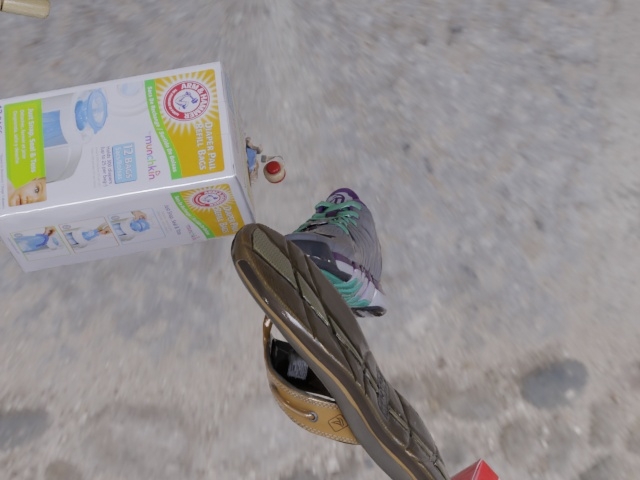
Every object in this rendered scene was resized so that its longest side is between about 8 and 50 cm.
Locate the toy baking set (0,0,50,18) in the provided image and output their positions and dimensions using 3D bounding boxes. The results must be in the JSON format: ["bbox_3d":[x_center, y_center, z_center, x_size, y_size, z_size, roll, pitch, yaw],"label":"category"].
[{"bbox_3d":[-0.305,-0.277,1.425,0.256,0.030,0.197,4,83,-19],"label":"toy baking set"}]

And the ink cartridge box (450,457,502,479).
[{"bbox_3d":[0.130,0.287,1.581,0.134,0.078,0.231,-35,101,30],"label":"ink cartridge box"}]

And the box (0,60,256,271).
[{"bbox_3d":[-0.162,-0.060,1.473,0.203,0.103,0.114,-9,63,4],"label":"box"}]

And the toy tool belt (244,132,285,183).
[{"bbox_3d":[-0.076,-0.073,1.643,0.083,0.051,0.052,3,62,9],"label":"toy tool belt"}]

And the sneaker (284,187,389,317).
[{"bbox_3d":[0.000,0.000,1.395,0.083,0.223,0.098,-2,79,11],"label":"sneaker"}]

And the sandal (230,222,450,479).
[{"bbox_3d":[0.006,0.088,1.081,0.060,0.090,0.219,-30,112,14],"label":"sandal"}]
